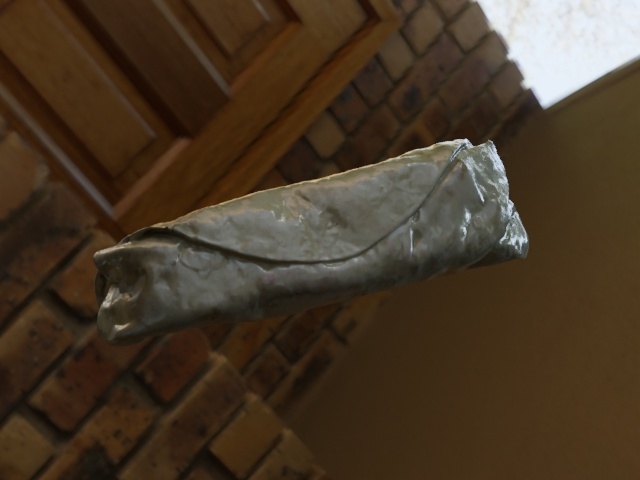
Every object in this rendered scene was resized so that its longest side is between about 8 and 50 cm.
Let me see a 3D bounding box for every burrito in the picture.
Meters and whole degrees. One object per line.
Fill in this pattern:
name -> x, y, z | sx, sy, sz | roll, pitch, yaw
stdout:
burrito -> 0.000, 0.000, 0.691 | 0.275, 0.082, 0.059 | -13, 157, -23
